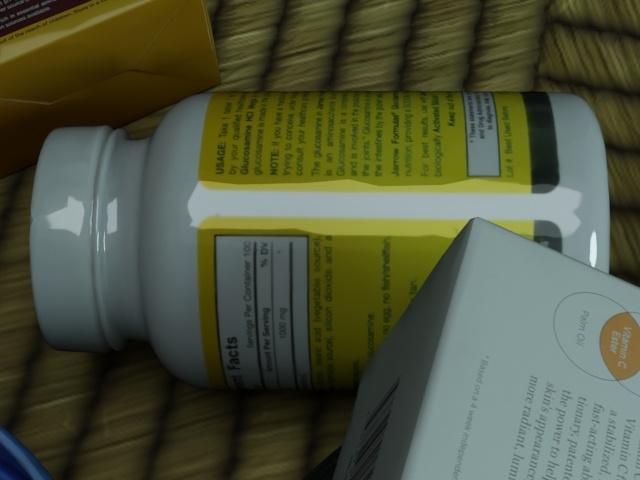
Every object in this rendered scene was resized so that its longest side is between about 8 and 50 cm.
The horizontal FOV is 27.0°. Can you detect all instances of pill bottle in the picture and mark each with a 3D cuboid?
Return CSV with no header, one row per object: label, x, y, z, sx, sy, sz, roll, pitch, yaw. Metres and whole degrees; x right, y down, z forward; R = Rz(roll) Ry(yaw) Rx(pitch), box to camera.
pill bottle,0.000,0.000,0.832,0.333,0.188,0.188,1,64,3

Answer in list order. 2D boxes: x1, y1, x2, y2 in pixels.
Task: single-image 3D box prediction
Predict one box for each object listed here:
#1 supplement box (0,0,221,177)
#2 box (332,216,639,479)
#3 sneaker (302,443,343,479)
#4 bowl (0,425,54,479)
supplement box,-0.201,-0.184,0.963,0.191,0.129,0.194,-25,66,-9
box,0.177,0.175,0.657,0.345,0.168,0.215,24,52,-4
sneaker,0.034,0.291,0.739,0.147,0.145,0.385,23,54,-26
bowl,-0.283,0.270,0.733,0.391,0.077,0.391,-7,66,15
